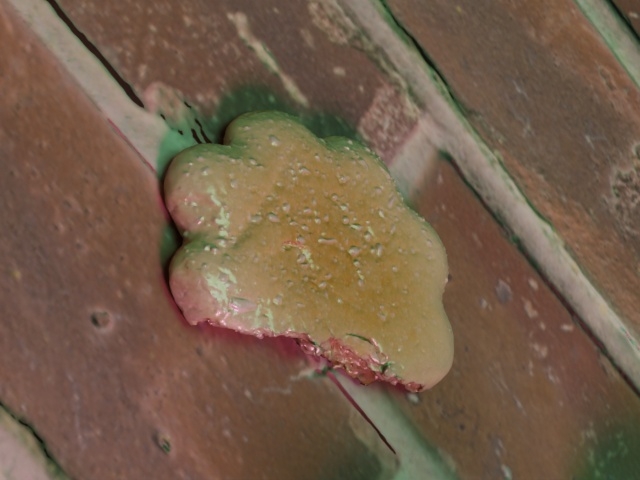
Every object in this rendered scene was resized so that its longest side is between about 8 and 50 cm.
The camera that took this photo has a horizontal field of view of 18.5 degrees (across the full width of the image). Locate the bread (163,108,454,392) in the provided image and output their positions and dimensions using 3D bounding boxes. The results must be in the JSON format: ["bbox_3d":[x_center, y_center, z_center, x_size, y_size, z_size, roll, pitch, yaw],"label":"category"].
[{"bbox_3d":[0.000,0.000,1.323,0.251,0.039,0.182,20,59,-38],"label":"bread"}]
